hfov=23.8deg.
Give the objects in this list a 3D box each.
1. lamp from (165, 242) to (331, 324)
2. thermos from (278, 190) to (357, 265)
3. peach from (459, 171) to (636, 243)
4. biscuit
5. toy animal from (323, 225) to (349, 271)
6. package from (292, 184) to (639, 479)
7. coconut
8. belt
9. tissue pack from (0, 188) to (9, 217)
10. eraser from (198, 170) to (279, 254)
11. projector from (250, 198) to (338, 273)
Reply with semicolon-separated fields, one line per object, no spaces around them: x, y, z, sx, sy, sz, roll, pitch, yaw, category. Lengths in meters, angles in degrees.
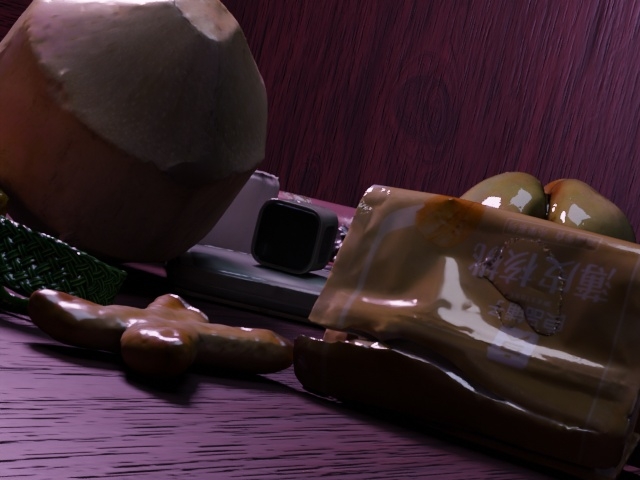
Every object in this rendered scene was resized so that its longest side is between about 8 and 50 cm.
-0.061;0.054;1.897;0.266;0.047;0.269;14;5;-8;lamp
0.001;-0.009;2.431;0.330;0.109;0.136;12;5;-25;thermos
0.304;0.030;2.165;0.292;0.247;0.292;-2;-19;-1;peach
-0.133;0.084;1.321;0.164;0.047;0.208;16;5;29;biscuit
0.077;0.031;2.158;0.146;0.114;0.245;17;5;34;toy animal
0.144;0.095;1.337;0.311;0.221;0.165;16;26;28;package
-0.224;-0.153;1.772;0.352;0.353;0.352;14;5;-1;coconut
-0.260;0.034;1.399;0.151;0.079;0.121;25;-6;-2;belt
-0.440;-0.043;1.680;0.169;0.082;0.120;13;6;-23;tissue pack
-0.215;-0.053;2.113;0.331;0.150;0.331;11;4;-1;eraser
-0.031;-0.006;1.878;0.083;0.083;0.082;16;6;14;projector
